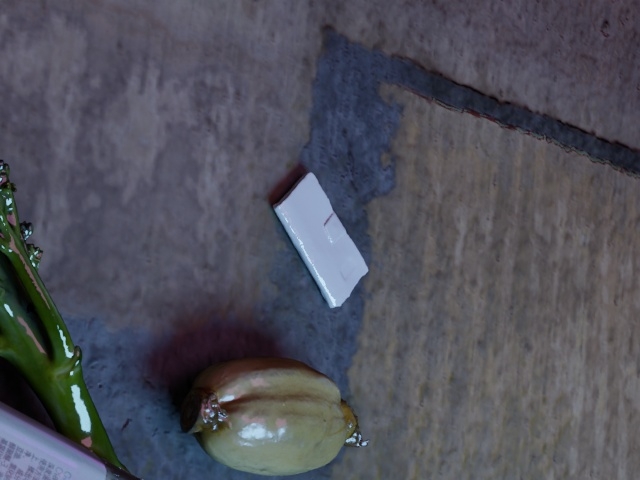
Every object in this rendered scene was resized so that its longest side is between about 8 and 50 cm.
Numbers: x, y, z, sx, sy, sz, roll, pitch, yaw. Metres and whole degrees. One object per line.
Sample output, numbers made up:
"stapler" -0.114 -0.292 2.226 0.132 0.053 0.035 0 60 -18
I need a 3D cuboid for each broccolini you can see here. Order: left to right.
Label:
"broccolini" -0.139 0.092 1.017 0.074 0.078 0.392 -52 129 -47

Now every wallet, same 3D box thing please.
"wallet" 0.000 0.000 1.192 0.044 0.011 0.083 -49 118 -38

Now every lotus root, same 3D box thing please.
"lotus root" -0.029 0.106 1.112 0.150 0.062 0.073 11 54 -46

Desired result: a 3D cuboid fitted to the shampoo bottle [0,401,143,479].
"shampoo bottle" -0.190 0.114 0.920 0.227 0.056 0.086 32 90 -29
